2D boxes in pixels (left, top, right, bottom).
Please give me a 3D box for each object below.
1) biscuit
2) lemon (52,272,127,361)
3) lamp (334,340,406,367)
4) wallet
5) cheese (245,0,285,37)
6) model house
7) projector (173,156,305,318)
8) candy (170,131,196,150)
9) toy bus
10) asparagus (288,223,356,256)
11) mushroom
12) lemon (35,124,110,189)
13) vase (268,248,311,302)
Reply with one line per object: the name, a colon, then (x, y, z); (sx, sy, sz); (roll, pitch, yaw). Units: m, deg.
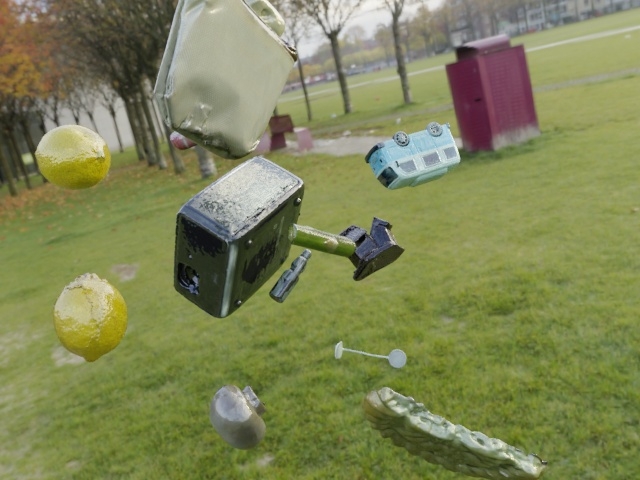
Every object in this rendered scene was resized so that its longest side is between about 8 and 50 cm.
biscuit: (0.179, 0.304, 0.873); (0.274, 0.187, 0.036); (24, 61, -1)
lemon: (-0.661, 0.219, 1.673); (0.204, 0.260, 0.204); (-11, -14, -3)
lamp: (0.138, 0.316, 1.596); (0.198, 0.050, 0.056); (8, 0, 5)
wallet: (-0.154, -0.286, 0.987); (0.068, 0.274, 0.335); (15, -5, 25)
cheese: (-0.211, -0.518, 1.528); (0.263, 0.159, 0.093); (-53, 44, -1)
model house: (0.164, 0.013, 1.970); (0.203, 0.141, 0.164); (-26, 59, -13)
projector: (-0.255, -0.012, 1.886); (0.242, 0.395, 0.405); (30, 44, 16)
candy: (-0.309, -0.253, 1.391); (0.103, 0.043, 0.103); (-19, 24, 9)
toy bus: (0.296, -0.257, 1.837); (0.271, 0.164, 0.133); (-19, -11, -21)
asparagus: (-0.001, 0.002, 1.569); (0.278, 0.060, 0.067); (16, 27, -49)
mushroom: (-0.206, 0.477, 1.525); (0.141, 0.188, 0.117); (-35, 29, -8)
lemon: (-0.657, -0.223, 1.560); (0.203, 0.178, 0.178); (0, 20, 25)
vase: (-0.095, 0.116, 1.985); (0.060, 0.060, 0.211); (7, 56, 53)
